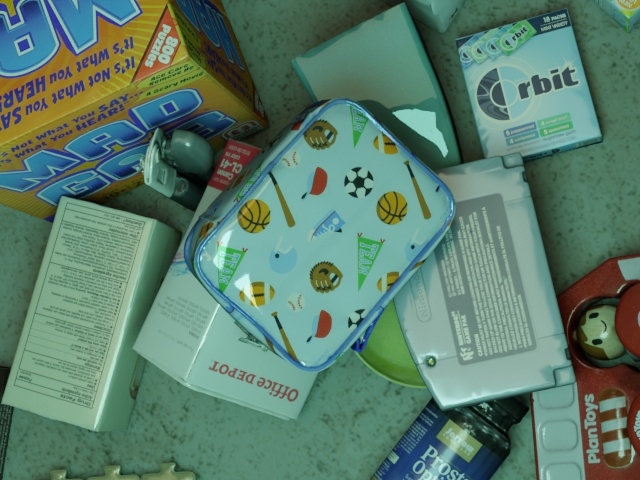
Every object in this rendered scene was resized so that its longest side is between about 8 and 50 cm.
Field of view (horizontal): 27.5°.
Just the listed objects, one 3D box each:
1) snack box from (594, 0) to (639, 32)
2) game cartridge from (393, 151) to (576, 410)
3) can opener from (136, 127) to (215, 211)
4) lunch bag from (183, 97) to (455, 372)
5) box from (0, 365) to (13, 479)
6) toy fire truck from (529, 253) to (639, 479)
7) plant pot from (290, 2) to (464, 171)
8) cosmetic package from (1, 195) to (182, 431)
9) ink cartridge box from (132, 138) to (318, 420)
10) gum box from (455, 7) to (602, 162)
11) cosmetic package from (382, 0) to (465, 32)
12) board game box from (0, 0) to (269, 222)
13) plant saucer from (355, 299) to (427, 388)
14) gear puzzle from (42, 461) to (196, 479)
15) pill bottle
[{"bbox_3d":[0.401,-0.413,1.749,0.174,0.070,0.207,-43,74,4],"label":"snack box"},{"bbox_3d":[0.187,0.053,1.630,0.198,0.062,0.297,-13,79,9],"label":"game cartridge"},{"bbox_3d":[-0.174,-0.085,1.728,0.093,0.280,0.074,9,83,8],"label":"can opener"},{"bbox_3d":[0.000,0.000,1.548,0.243,0.115,0.303,43,83,-14],"label":"lunch bag"},{"bbox_3d":[-0.558,0.244,1.827,0.203,0.167,0.168,6,83,14],"label":"box"},{"bbox_3d":[0.373,0.171,1.633,0.254,0.169,0.302,-11,78,30],"label":"toy fire truck"},{"bbox_3d":[0.096,-0.164,1.739,0.165,0.166,0.234,-26,86,8],"label":"plant pot"},{"bbox_3d":[-0.312,0.103,1.810,0.153,0.129,0.296,15,85,14],"label":"cosmetic package"},{"bbox_3d":[-0.074,0.053,1.701,0.131,0.226,0.306,25,88,44],"label":"ink cartridge box"},{"bbox_3d":[0.279,-0.202,1.761,0.157,0.041,0.184,-14,78,11],"label":"gum box"},{"bbox_3d":[0.034,-0.455,1.769,0.385,0.217,0.156,30,90,14],"label":"cosmetic package"},{"bbox_3d":[-0.333,-0.276,1.753,0.356,0.356,0.356,-24,77,9],"label":"board game box"},{"bbox_3d":[0.137,0.072,1.718,0.241,0.037,0.241,-1,94,-9],"label":"plant saucer"},{"bbox_3d":[-0.232,0.395,1.797,0.339,0.044,0.175,-5,79,10],"label":"gear puzzle"},{"bbox_3d":[0.164,0.272,1.672,0.123,0.123,0.219,37,88,16],"label":"pill bottle"}]
